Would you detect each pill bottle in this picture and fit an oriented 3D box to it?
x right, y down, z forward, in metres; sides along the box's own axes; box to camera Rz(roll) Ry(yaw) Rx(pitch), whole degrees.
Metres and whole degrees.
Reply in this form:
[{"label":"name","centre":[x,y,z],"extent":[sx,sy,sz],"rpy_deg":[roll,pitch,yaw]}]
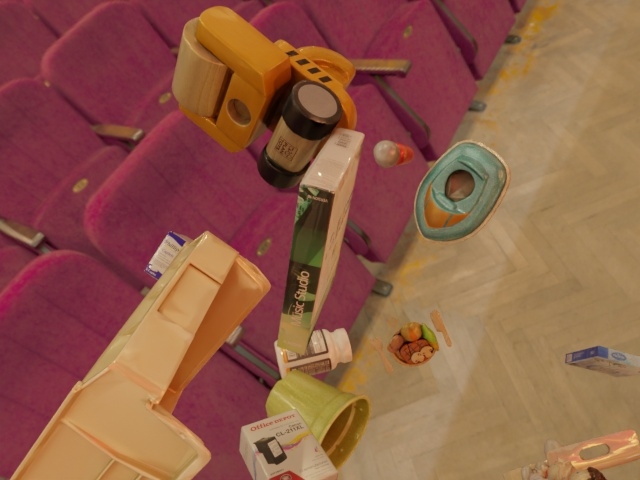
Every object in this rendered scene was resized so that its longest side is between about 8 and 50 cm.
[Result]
[{"label":"pill bottle","centre":[-0.029,0.433,1.871],"extent":[0.278,0.162,0.162],"rpy_deg":[-12,46,-9]}]

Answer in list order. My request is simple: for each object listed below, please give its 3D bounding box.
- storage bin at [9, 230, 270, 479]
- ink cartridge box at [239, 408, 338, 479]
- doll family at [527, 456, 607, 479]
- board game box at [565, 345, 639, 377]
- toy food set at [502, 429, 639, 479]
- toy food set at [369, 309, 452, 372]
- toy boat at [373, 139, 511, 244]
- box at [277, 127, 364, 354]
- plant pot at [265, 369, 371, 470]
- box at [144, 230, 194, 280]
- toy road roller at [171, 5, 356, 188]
[{"label":"storage bin","centre":[-0.184,0.156,0.531],"extent":[0.260,0.123,0.262],"rpy_deg":[-49,12,24]},{"label":"ink cartridge box","centre":[-0.067,0.426,0.941],"extent":[0.127,0.072,0.175],"rpy_deg":[-9,30,-29]},{"label":"doll family","centre":[0.266,0.315,0.520],"extent":[0.163,0.263,0.118],"rpy_deg":[-31,64,4]},{"label":"board game box","centre":[0.450,0.191,0.759],"extent":[0.090,0.090,0.020],"rpy_deg":[16,69,1]},{"label":"toy food set","centre":[0.599,0.537,1.195],"extent":[0.220,0.306,0.092],"rpy_deg":[-11,59,-8]},{"label":"toy food set","centre":[0.238,0.270,1.247],"extent":[0.192,0.132,0.038],"rpy_deg":[-27,16,6]},{"label":"toy boat","centre":[0.272,-0.141,1.173],"extent":[0.318,0.148,0.267],"rpy_deg":[40,117,24]},{"label":"box","centre":[0.000,0.000,0.825],"extent":[0.058,0.322,0.232],"rpy_deg":[14,34,8]},{"label":"plant pot","centre":[-0.024,0.543,1.517],"extent":[0.254,0.276,0.276],"rpy_deg":[26,66,34]},{"label":"box","centre":[-0.431,0.052,1.434],"extent":[0.072,0.126,0.137],"rpy_deg":[32,88,4]},{"label":"toy road roller","centre":[-0.082,-0.282,0.908],"extent":[0.329,0.202,0.240],"rpy_deg":[37,51,-2]}]
